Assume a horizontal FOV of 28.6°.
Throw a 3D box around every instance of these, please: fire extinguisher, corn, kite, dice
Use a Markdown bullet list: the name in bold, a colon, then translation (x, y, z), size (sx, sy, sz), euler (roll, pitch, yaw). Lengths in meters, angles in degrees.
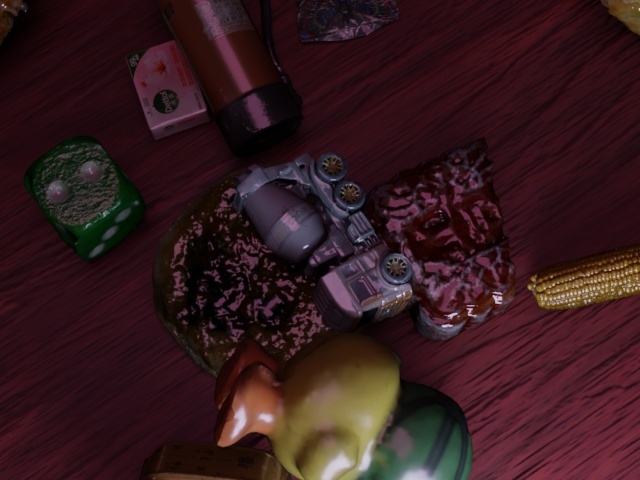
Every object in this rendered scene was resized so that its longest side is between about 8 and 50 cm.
- **fire extinguisher**: translation (-0.142, -0.309, 1.790), size (0.113, 0.200, 0.376), euler (-31, 83, 26)
- **corn**: translation (0.382, 0.047, 1.686), size (0.207, 0.068, 0.068), euler (-12, 74, -2)
- **kite**: translation (0.014, -0.427, 1.868), size (0.152, 0.015, 0.286), euler (-13, 76, -4)
- **dice**: translation (-0.321, -0.060, 1.717), size (0.120, 0.128, 0.131), euler (-37, 74, -10)

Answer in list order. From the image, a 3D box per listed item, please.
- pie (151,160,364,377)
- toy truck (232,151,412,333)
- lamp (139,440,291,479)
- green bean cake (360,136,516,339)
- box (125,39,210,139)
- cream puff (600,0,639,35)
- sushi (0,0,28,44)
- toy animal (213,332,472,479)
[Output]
- **pie**: translation (-0.082, 0.048, 1.707), size (0.323, 0.070, 0.323), euler (-1, 74, 4)
- **toy truck**: translation (0.000, 0.000, 1.624), size (0.140, 0.108, 0.257), euler (-26, 75, -20)
- **lamp**: translation (-0.133, 0.332, 1.584), size (0.185, 0.161, 0.161), euler (4, 74, 7)
- **green bean cake**: translation (0.175, 0.001, 1.687), size (0.198, 0.097, 0.233), euler (-22, 75, -10)
- **box**: translation (-0.218, -0.218, 1.801), size (0.089, 0.043, 0.125), euler (-21, 74, -3)
- **cream puff**: translation (0.532, -0.417, 1.730), size (0.327, 0.231, 0.343), euler (-24, 74, -8)
- **sushi**: translation (-0.585, -0.417, 1.799), size (0.417, 0.176, 0.418), euler (-4, 74, 16)
- **toy animal**: translation (0.043, 0.218, 1.553), size (0.338, 0.216, 0.191), euler (27, 100, -12)
